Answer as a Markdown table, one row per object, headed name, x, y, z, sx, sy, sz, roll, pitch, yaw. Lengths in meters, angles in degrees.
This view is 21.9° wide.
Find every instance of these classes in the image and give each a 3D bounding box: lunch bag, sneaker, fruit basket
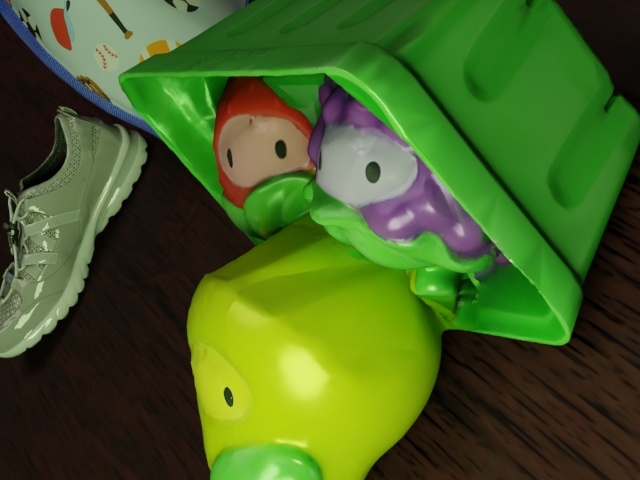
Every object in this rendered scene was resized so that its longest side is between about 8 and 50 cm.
| name | x | y | z | sx | sy | sz | roll | pitch | yaw |
| --- | --- | --- | --- | --- | --- | --- | --- | --- | --- |
| lunch bag | -0.157 | -0.309 | 1.551 | 0.385 | 0.239 | 0.328 | 49 | 140 | 29 |
| sneaker | -0.298 | -0.012 | 1.752 | 0.105 | 0.115 | 0.281 | 10 | 73 | 60 |
| fruit basket | 0.000 | 0.000 | 1.138 | 0.392 | 0.283 | 0.392 | -33 | 25 | 17 |
